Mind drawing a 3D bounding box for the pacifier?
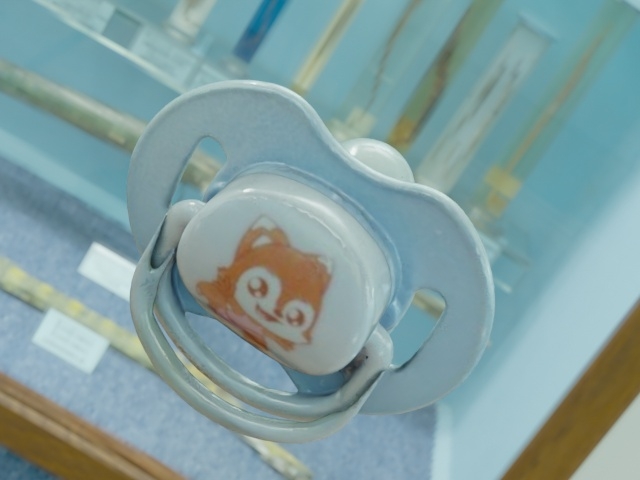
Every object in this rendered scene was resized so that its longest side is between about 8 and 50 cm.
[{"bbox_3d":[0.000,0.000,1.127,0.299,0.244,0.233,36,38,5],"label":"pacifier"}]
